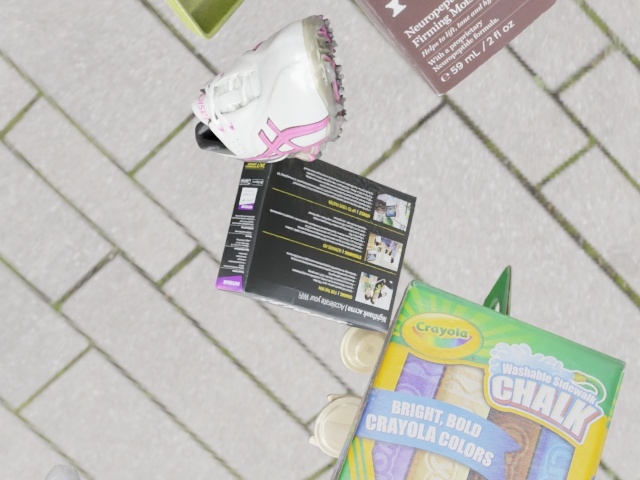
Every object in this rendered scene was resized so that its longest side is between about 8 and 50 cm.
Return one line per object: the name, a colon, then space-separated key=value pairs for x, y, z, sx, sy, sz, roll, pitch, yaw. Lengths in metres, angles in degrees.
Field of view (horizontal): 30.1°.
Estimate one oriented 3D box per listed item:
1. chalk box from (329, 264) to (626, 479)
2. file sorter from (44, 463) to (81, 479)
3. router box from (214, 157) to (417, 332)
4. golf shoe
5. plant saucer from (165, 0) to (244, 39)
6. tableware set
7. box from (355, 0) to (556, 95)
chalk box: x=0.084 y=0.118 z=0.688 sx=0.132 sy=0.213 sz=0.132 roll=22 pitch=154 yaw=5
file sorter: x=-0.207 y=0.155 z=0.348 sx=0.278 sy=0.193 sz=0.173 roll=13 pitch=104 yaw=-24
router box: x=0.000 y=0.000 z=1.069 sx=0.046 sy=0.179 sz=0.133 roll=4 pitch=79 yaw=49
golf shoe: x=-0.033 y=-0.081 z=0.723 sx=0.086 sy=0.186 sz=0.067 roll=-9 pitch=80 yaw=-11
plant saucer: x=-0.140 y=-0.324 z=1.229 sx=0.045 sy=0.188 sz=0.188 roll=-14 pitch=123 yaw=43
tableware set: x=0.070 y=0.147 z=1.175 sx=0.141 sy=0.020 sz=0.168 roll=13 pitch=99 yaw=-20
box: x=0.108 y=-0.299 z=1.252 sx=0.168 sy=0.167 sz=0.203 roll=-40 pitch=129 yaw=8
